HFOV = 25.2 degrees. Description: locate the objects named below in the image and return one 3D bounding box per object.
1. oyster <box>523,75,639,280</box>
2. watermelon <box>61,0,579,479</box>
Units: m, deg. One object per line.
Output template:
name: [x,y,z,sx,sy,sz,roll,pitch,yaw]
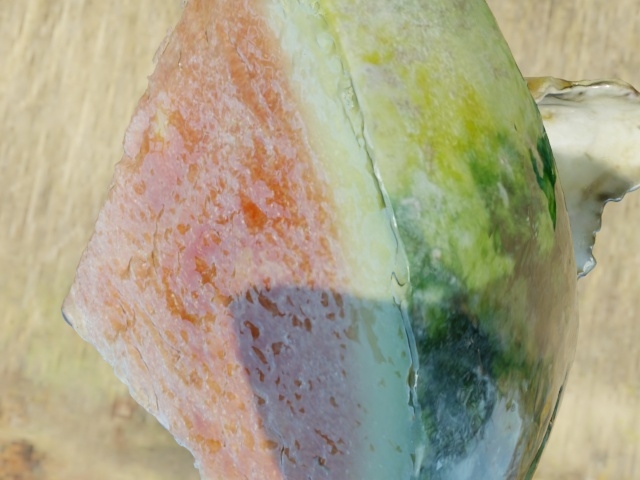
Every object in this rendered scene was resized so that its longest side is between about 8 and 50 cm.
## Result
oyster: [0.050,0.019,0.854,0.166,0.341,0.110,28,-161,-30]
watermelon: [0.000,0.000,0.619,0.193,0.310,0.232,-28,-171,-19]
